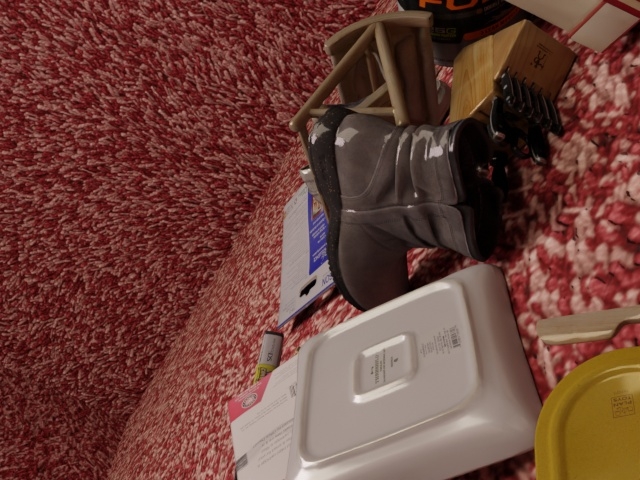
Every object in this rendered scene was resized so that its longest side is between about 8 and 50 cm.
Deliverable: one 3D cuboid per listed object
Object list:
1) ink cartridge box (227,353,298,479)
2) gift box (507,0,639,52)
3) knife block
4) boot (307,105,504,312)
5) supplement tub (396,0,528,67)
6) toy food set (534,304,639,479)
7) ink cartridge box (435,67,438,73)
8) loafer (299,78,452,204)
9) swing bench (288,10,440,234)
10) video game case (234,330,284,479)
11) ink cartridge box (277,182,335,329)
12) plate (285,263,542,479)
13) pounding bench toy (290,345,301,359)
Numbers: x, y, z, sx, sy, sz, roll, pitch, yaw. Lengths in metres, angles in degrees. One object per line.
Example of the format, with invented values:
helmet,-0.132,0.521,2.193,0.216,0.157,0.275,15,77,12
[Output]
ink cartridge box,-0.017,0.249,0.852,0.158,0.092,0.218,-36,28,7
gift box,0.301,-0.377,0.750,0.276,0.258,0.255,124,171,-80
knife block,0.225,-0.160,0.953,0.242,0.088,0.275,-62,14,-2
boot,0.117,-0.005,0.886,0.222,0.338,0.118,17,53,36
supplement tub,0.199,-0.434,1.034,0.207,0.207,0.338,-66,-25,-19
toy food set,0.213,0.144,0.460,0.128,0.071,0.218,-21,38,33
ink cartridge box,0.138,-0.297,1.469,0.176,0.128,0.127,-65,13,-17
loafer,0.103,-0.189,1.284,0.319,0.111,0.112,-42,23,-2
swing bench,0.087,-0.169,1.078,0.253,0.165,0.255,72,-153,-48
video game case,-0.104,0.326,1.123,0.248,0.035,0.275,-82,1,-55
ink cartridge box,0.000,0.000,1.469,0.303,0.072,0.307,-43,42,53
plate,0.076,0.143,0.745,0.278,0.045,0.277,-26,26,18
pounding bench toy,-0.031,0.231,1.203,0.083,0.052,0.065,-63,13,-4
